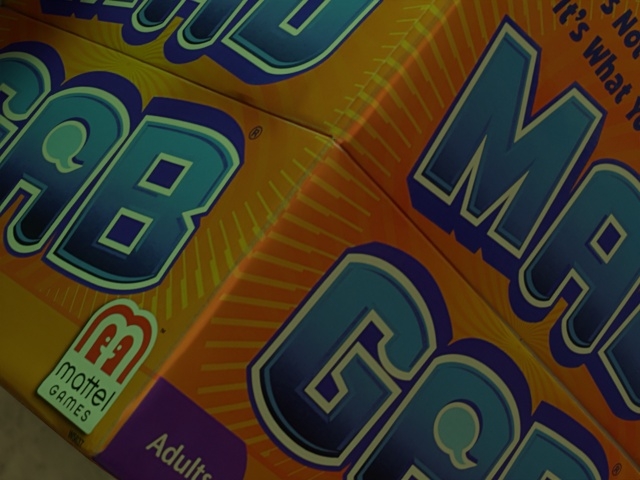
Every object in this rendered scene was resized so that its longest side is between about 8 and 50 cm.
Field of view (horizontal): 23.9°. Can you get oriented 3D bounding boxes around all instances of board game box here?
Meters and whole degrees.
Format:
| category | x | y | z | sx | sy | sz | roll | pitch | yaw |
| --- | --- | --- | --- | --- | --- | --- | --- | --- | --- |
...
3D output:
| category | x | y | z | sx | sy | sz | roll | pitch | yaw |
| --- | --- | --- | --- | --- | --- | --- | --- | --- | --- |
| board game box | 0.000 | 0.000 | 0.911 | 0.356 | 0.356 | 0.356 | -53 | 130 | -9 |
